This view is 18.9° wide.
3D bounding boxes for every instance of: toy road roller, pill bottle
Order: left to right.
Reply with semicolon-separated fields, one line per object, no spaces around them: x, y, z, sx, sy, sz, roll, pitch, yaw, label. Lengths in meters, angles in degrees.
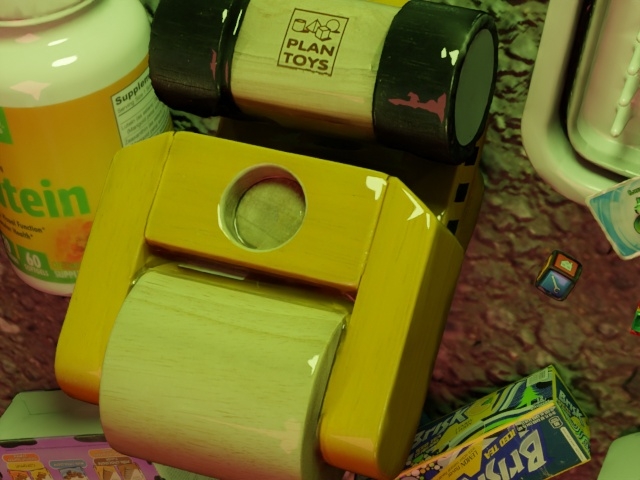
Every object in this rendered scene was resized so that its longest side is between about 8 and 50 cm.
-0.174;-0.095;1.311;0.136;0.136;0.245;7;129;22;pill bottle
0.000;0.000;1.195;0.202;0.329;0.240;12;167;19;toy road roller

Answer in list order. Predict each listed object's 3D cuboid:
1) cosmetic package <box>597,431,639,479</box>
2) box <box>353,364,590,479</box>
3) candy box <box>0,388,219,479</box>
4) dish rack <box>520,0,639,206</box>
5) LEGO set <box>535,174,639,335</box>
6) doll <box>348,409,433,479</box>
0.401;0.311;1.333;0.230;0.161;0.453;-27;111;39;cosmetic package
0.110;0.158;1.396;0.169;0.054;0.059;-27;112;19;box
-0.165;0.218;1.612;0.165;0.070;0.196;-6;123;31;candy box
0.277;-0.131;1.096;0.286;0.072;0.333;19;133;11;dish rack
0.259;0.012;1.162;0.244;0.060;0.182;-24;111;30;LEGO set
0.034;0.139;1.461;0.189;0.046;0.129;26;135;6;doll
